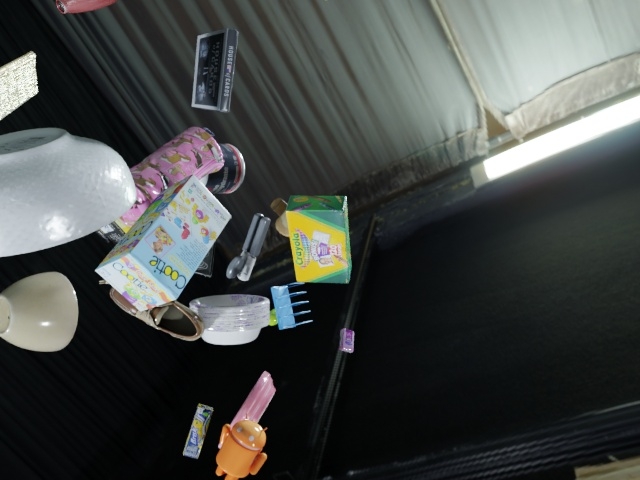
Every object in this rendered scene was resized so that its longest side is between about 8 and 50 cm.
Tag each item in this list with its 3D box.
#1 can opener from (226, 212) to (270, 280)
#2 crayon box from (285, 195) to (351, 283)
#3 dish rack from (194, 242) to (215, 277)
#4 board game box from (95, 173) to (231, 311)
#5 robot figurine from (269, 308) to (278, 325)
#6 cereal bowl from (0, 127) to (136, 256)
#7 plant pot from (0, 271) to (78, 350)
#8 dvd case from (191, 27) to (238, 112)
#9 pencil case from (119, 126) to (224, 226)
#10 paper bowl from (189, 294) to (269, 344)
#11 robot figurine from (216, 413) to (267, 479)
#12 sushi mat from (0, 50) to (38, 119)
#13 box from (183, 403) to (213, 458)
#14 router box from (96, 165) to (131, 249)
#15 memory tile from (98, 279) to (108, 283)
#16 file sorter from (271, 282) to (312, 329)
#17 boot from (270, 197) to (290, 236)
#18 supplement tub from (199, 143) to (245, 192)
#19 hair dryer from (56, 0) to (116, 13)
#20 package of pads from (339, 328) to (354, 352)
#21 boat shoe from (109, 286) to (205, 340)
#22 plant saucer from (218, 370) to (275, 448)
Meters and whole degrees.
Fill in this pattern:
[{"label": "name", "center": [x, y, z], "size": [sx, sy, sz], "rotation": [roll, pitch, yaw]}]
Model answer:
[{"label": "can opener", "center": [-0.274, 0.031, 2.113], "size": [0.074, 0.280, 0.093], "rotation": [30, -166, 27]}, {"label": "crayon box", "center": [0.000, 0.000, 1.618], "size": [0.165, 0.278, 0.081], "rotation": [1, -140, 10]}, {"label": "dish rack", "center": [-0.360, -0.012, 1.575], "size": [0.074, 0.208, 0.271], "rotation": [3, 169, 0]}, {"label": "board game box", "center": [-0.349, 0.003, 1.246], "size": [0.142, 0.144, 0.275], "rotation": [-20, -149, 37]}, {"label": "robot figurine", "center": [-0.222, 0.366, 2.621], "size": [0.101, 0.067, 0.115], "rotation": [-22, -178, 26]}, {"label": "cereal bowl", "center": [-0.512, -0.108, 0.967], "size": [0.338, 0.141, 0.339], "rotation": [-5, -152, 3]}, {"label": "plant pot", "center": [-1.007, 0.252, 1.886], "size": [0.284, 0.284, 0.191], "rotation": [-20, 169, 29]}, {"label": "dvd case", "center": [-0.256, -0.401, 1.300], "size": [0.029, 0.179, 0.238], "rotation": [2, -167, -28]}, {"label": "pencil case", "center": [-0.432, -0.184, 1.553], "size": [0.167, 0.160, 0.386], "rotation": [-29, -165, 40]}, {"label": "paper bowl", "center": [-0.323, 0.283, 1.956], "size": [0.284, 0.148, 0.284], "rotation": [1, -178, 0]}, {"label": "robot figurine", "center": [-0.267, 0.697, 1.834], "size": [0.219, 0.128, 0.158], "rotation": [-61, -152, 3]}, {"label": "sushi mat", "center": [-1.014, -0.519, 1.821], "size": [0.019, 0.151, 0.316], "rotation": [7, -149, -7]}, {"label": "box", "center": [-0.426, 0.663, 1.906], "size": [0.059, 0.054, 0.169], "rotation": [152, -44, -76]}, {"label": "router box", "center": [-0.695, -0.106, 1.901], "size": [0.242, 0.309, 0.081], "rotation": [-16, -141, 21]}, {"label": "memory tile", "center": [-0.827, 0.160, 2.265], "size": [0.113, 0.012, 0.148], "rotation": [-5, -175, 30]}, {"label": "file sorter", "center": [-0.111, 0.258, 2.196], "size": [0.104, 0.170, 0.118], "rotation": [-17, 170, 23]}, {"label": "boot", "center": [-0.069, -0.039, 1.994], "size": [0.104, 0.211, 0.295], "rotation": [-45, -152, 5]}, {"label": "supplement tub", "center": [-0.433, -0.265, 2.025], "size": [0.191, 0.191, 0.272], "rotation": [-14, 178, 39]}, {"label": "hair dryer", "center": [-0.674, -0.705, 1.574], "size": [0.223, 0.080, 0.293], "rotation": [-14, -146, 7]}, {"label": "package of pads", "center": [0.098, 0.373, 2.036], "size": [0.032, 0.050, 0.083], "rotation": [-38, -141, 49]}, {"label": "boat shoe", "center": [-0.516, 0.219, 1.747], "size": [0.123, 0.324, 0.116], "rotation": [-65, -171, -7]}, {"label": "plant saucer", "center": [-0.273, 0.672, 2.130], "size": [0.332, 0.084, 0.332], "rotation": [-59, 176, -6]}]
